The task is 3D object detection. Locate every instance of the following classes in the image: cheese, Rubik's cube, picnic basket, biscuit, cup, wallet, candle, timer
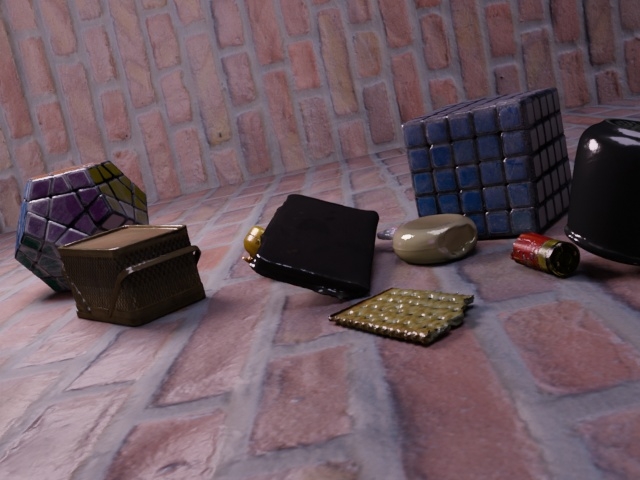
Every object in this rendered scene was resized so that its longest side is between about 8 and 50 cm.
[{"bbox_3d":[0.174,-0.006,1.276,0.137,0.064,0.227,-17,11,-26],"label":"cheese"},{"bbox_3d":[-0.547,-0.034,1.667,0.264,0.319,0.319,10,0,-27],"label":"Rubik's cube"},{"bbox_3d":[-0.346,0.057,1.330,0.165,0.139,0.266,-23,15,-41],"label":"picnic basket"},{"bbox_3d":[0.117,0.094,0.964,0.144,0.016,0.203,-20,13,-34],"label":"biscuit"},{"bbox_3d":[0.428,-0.053,0.935,0.169,0.177,0.223,-5,25,-41],"label":"cup"},{"bbox_3d":[0.000,0.000,1.263,0.197,0.051,0.377,12,20,2],"label":"wallet"},{"bbox_3d":[0.314,0.018,1.037,0.052,0.052,0.130,-15,11,-13],"label":"candle"},{"bbox_3d":[0.316,-0.144,1.346,0.237,0.237,0.238,-3,15,34],"label":"Rubik's cube"},{"bbox_3d":[-0.087,0.008,1.362,0.109,0.107,0.107,-56,21,-6],"label":"timer"}]
